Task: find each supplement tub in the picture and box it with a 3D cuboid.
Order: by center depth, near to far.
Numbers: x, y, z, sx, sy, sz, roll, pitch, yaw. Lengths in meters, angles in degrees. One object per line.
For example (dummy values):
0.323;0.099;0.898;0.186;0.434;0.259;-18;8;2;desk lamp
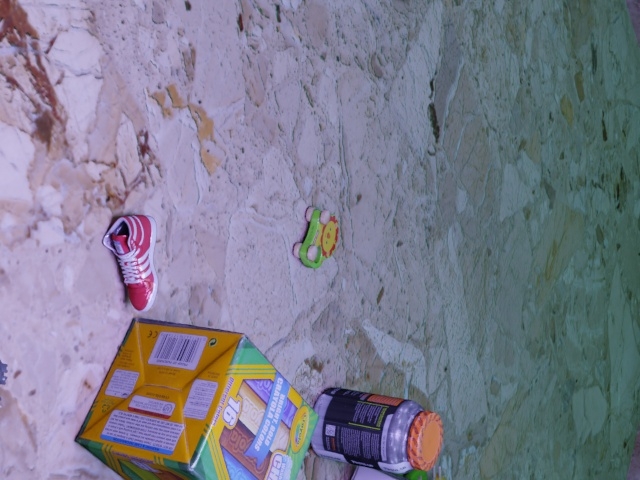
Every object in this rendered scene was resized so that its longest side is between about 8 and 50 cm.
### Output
0.088;0.300;1.862;0.117;0.190;0.117;-17;110;-57;supplement tub

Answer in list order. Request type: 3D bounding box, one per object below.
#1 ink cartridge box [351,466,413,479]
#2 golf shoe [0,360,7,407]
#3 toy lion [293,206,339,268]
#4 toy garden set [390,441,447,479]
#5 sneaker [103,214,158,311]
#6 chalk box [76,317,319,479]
0.190;0.481;1.995;0.273;0.197;0.114;26;83;-44;ink cartridge box
-0.380;0.202;1.182;0.094;0.077;0.198;18;72;-48;golf shoe
0.000;0.000;1.823;0.096;0.034;0.100;57;47;-57;toy lion
0.176;0.450;2.182;0.204;0.049;0.244;-40;127;-48;toy garden set
-0.228;0.027;1.424;0.067;0.042;0.118;7;82;-63;sneaker
-0.132;0.252;1.492;0.289;0.180;0.179;55;49;-47;chalk box
